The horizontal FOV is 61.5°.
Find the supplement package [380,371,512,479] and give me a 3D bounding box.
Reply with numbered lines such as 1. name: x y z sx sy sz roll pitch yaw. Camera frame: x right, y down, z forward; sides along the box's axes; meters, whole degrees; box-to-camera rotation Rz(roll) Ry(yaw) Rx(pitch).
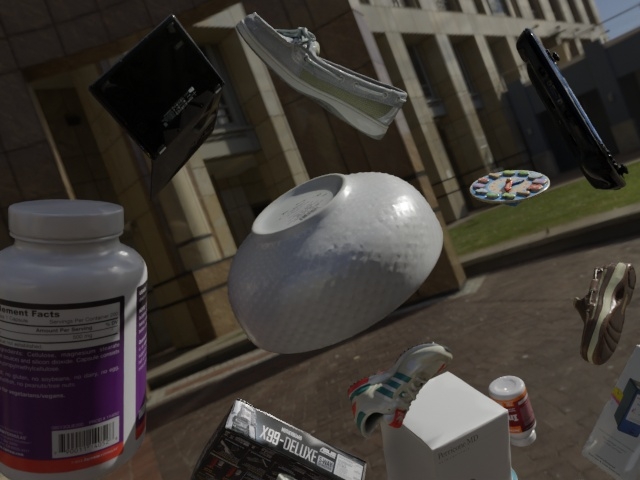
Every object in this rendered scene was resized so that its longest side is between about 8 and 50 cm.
1. supplement package: 0.241 0.440 1.029 0.177 0.293 0.175 -17 19 -22

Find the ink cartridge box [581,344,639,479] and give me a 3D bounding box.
1. ink cartridge box: 0.554 0.296 0.896 0.154 0.213 0.093 18 10 -34

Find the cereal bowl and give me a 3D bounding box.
1. cereal bowl: 0.000 0.000 0.806 0.338 0.141 0.339 -25 23 11

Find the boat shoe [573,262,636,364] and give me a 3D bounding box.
1. boat shoe: 0.596 0.155 1.159 0.095 0.095 0.257 4 45 46

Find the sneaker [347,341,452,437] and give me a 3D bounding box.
1. sneaker: 0.105 0.194 0.680 0.161 0.057 0.075 -37 38 24

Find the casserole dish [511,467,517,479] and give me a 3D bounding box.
1. casserole dish: 0.497 0.666 1.462 0.037 0.114 0.188 -36 6 28

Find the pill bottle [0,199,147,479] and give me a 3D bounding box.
1. pill bottle: -0.309 0.118 0.666 0.181 0.323 0.181 4 11 -1

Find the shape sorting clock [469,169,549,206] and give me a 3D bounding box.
1. shape sorting clock: 0.511 -0.150 1.459 0.206 0.040 0.206 -9 29 5

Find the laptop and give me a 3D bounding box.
1. laptop: -0.504 -0.406 1.707 0.236 0.408 0.382 -2 46 44

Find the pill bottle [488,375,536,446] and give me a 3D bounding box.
1. pill bottle: 0.462 0.409 1.284 0.086 0.152 0.086 -21 13 5

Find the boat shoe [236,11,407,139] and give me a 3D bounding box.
1. boat shoe: 0.005 -0.293 0.923 0.103 0.320 0.118 -54 23 16

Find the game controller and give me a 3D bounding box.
1. game controller: 0.442 -0.234 0.951 0.067 0.320 0.166 -28 -26 22

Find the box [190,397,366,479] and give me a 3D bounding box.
1. box: -0.094 0.490 1.139 0.243 0.307 0.077 -59 6 36

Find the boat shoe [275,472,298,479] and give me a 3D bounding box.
1. boat shoe: 0.036 0.436 0.674 0.099 0.319 0.116 -48 -23 -7
